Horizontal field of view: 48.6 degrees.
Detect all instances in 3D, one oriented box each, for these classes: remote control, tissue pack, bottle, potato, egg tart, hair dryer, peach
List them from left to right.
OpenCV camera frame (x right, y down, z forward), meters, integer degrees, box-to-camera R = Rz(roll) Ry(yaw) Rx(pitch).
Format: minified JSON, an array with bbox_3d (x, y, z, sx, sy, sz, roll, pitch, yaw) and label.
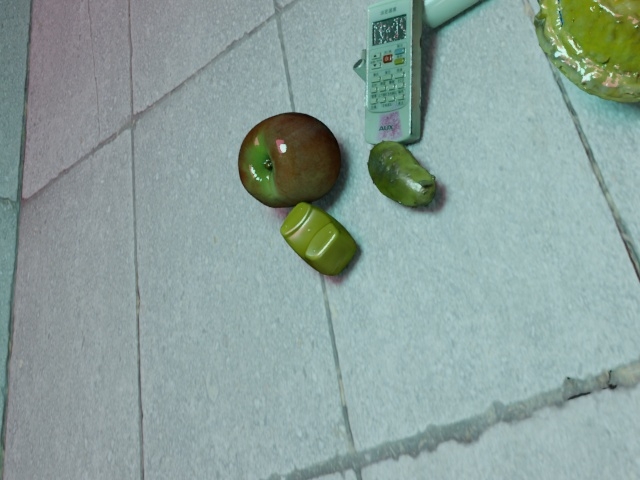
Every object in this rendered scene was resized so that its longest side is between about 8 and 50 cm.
[{"bbox_3d":[-0.070,-0.196,1.731,0.252,0.252,0.253,-16,62,34],"label":"peach"},{"bbox_3d":[0.000,0.000,1.661,0.123,0.127,0.178,-51,49,1],"label":"tissue pack"},{"bbox_3d":[0.115,-0.453,1.811,0.038,0.063,0.124,-30,35,28],"label":"hair dryer"},{"bbox_3d":[0.171,-0.396,1.670,0.145,0.050,0.344,0,89,43],"label":"remote control"},{"bbox_3d":[0.179,-0.146,1.588,0.225,0.090,0.117,49,132,47],"label":"potato"},{"bbox_3d":[0.298,-0.579,1.670,0.245,0.104,0.104,-26,57,29],"label":"bottle"},{"bbox_3d":[0.585,-0.438,1.288,0.387,0.169,0.388,-6,68,14],"label":"egg tart"}]
